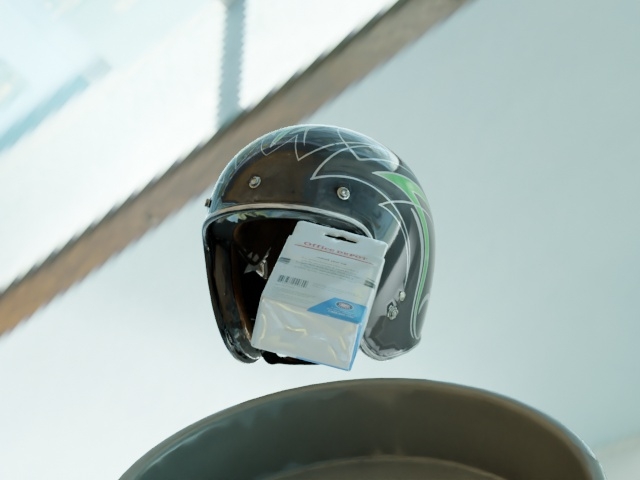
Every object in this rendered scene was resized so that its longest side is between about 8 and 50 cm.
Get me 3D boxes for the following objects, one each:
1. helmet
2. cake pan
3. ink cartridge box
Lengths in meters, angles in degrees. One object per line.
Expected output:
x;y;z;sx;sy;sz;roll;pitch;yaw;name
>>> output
0.000;0.000;1.286;0.169;0.162;0.169;-7;-174;1;helmet
0.017;0.171;1.049;0.293;0.054;0.293;-6;-155;3;cake pan
0.001;0.025;0.876;0.083;0.048;0.028;-66;170;-62;ink cartridge box
